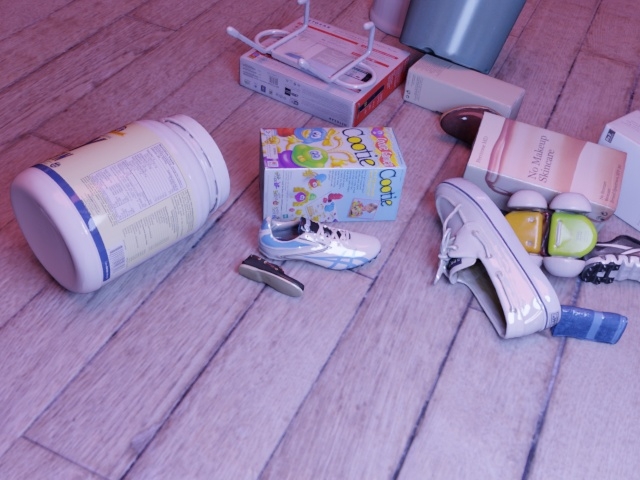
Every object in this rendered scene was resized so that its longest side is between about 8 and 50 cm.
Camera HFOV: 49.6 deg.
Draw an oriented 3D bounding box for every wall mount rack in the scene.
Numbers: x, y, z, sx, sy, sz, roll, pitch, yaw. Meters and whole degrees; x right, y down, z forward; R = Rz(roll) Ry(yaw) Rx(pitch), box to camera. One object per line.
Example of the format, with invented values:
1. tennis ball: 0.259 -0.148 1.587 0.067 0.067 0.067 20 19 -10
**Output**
1. wall mount rack: -0.042 -0.459 1.632 0.350 0.130 0.304 28 48 23

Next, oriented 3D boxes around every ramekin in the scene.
1. ramekin: 0.289 -0.717 2.056 0.277 0.135 0.277 4 44 -3

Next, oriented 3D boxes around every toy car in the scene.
1. toy car: 0.442 -0.011 1.341 0.182 0.159 0.136 5 -3 28

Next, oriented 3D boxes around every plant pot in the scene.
1. plant pot: 0.377 -0.624 1.775 0.341 0.334 0.341 19 16 -6

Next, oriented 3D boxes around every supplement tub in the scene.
1. supplement tub: -0.349 -0.076 1.244 0.235 0.235 0.325 35 50 27

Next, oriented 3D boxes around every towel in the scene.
1. towel: 0.472 0.149 1.221 0.120 0.067 0.029 10 42 4

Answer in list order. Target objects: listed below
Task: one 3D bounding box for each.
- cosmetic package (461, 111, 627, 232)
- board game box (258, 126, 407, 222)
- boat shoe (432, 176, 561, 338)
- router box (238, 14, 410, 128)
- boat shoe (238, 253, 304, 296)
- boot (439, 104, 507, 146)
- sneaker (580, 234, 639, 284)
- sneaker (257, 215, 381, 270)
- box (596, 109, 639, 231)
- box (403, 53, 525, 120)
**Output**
1. cosmetic package: 0.447 -0.135 1.417 0.296 0.129 0.153 17 65 8
2. board game box: 0.017 -0.135 1.411 0.275 0.144 0.142 -1 44 -9
3. boat shoe: 0.275 0.035 1.289 0.157 0.135 0.367 -19 56 -14
4. router box: 0.014 -0.438 1.772 0.336 0.082 0.301 26 47 20
5. boat shoe: -0.085 0.062 1.262 0.133 0.049 0.042 21 54 22
6. boot: 0.391 -0.212 1.571 0.249 0.090 0.206 12 42 1
7. sneaker: 0.617 0.034 1.351 0.234 0.078 0.106 3 46 0
8. sneaker: 0.000 0.000 1.312 0.237 0.086 0.085 4 42 -4
9. box: 0.678 -0.147 1.471 0.119 0.181 0.182 -25 52 -28
10. box: 0.354 -0.363 1.724 0.275 0.094 0.113 27 47 20
